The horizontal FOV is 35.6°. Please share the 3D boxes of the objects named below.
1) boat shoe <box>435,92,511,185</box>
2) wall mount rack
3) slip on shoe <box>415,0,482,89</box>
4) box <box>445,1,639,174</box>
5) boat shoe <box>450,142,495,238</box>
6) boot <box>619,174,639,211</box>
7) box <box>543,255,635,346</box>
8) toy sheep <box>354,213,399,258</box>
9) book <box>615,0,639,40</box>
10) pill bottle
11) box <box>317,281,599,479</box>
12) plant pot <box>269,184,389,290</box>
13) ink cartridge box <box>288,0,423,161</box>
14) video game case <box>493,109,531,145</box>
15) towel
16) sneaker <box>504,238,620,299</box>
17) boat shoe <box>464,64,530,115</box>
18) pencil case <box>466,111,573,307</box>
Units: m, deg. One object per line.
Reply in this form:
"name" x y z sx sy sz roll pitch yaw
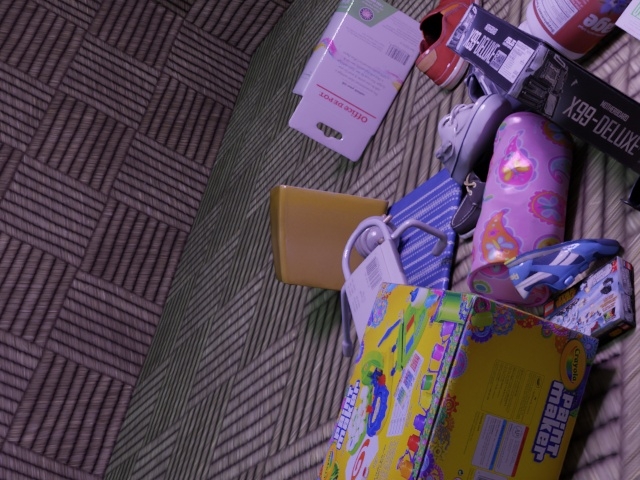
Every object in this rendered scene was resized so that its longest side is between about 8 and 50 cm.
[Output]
"boat shoe" 0.232 -0.174 1.588 0.096 0.088 0.267 -47 -11 -9
"wall mount rack" 0.104 0.144 1.579 0.304 0.130 0.350 -49 32 27
"slip on shoe" 0.263 -0.454 2.083 0.123 0.101 0.331 -45 23 48
"box" 0.317 -0.202 1.323 0.077 0.242 0.307 -58 17 15
"boat shoe" 0.271 -0.100 1.590 0.228 0.068 0.081 -53 20 28
"boot" 0.419 -0.083 1.032 0.198 0.137 0.077 -59 18 9
"box" 0.327 0.091 1.222 0.137 0.027 0.094 -44 27 46
"toy sheep" 0.103 -0.004 1.789 0.091 0.091 0.132 -63 2 -2
"book" 0.489 -0.341 1.387 0.144 0.035 0.096 -57 28 18
"pill bottle" 0.396 -0.357 1.526 0.216 0.121 0.121 -46 24 45
"box" 0.155 0.219 1.225 0.279 0.177 0.290 4 75 71
"plant pot" 0.000 0.000 1.976 0.212 0.212 0.187 -175 94 -82
"ink cartridge box" 0.076 -0.386 2.332 0.353 0.207 0.119 -61 19 5
"video game case" 0.305 -0.198 1.729 0.119 0.015 0.166 -62 17 4
"towel" 0.170 0.033 1.759 0.243 0.040 0.336 -38 32 50
"sneaker" 0.307 0.033 1.255 0.053 0.144 0.059 35 -140 -79
"boat shoe" 0.293 -0.276 1.695 0.102 0.108 0.301 -40 26 13
"pencil case" 0.285 -0.045 1.402 0.124 0.124 0.284 -40 28 51
